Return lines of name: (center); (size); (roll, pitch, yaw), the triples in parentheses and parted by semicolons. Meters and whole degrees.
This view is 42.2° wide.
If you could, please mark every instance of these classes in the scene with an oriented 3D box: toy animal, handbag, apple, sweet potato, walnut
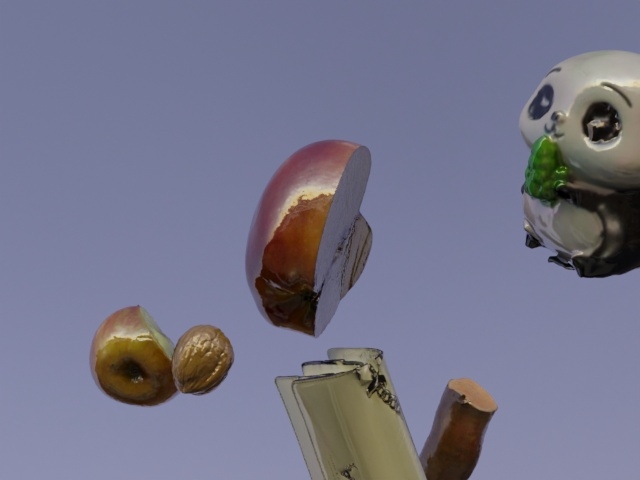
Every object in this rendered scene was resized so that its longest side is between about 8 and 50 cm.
toy animal: (0.345, -0.097, 1.033); (0.213, 0.212, 0.266); (-13, -62, 1)
handbag: (0.075, 0.385, 1.497); (0.160, 0.237, 0.358); (-22, -86, -35)
apple: (0.000, 0.000, 1.625); (0.295, 0.365, 0.329); (-24, -63, 42)
sweet potato: (0.274, 0.466, 1.774); (0.131, 0.131, 0.336); (15, -81, -17)
walnut: (-0.196, 0.198, 1.363); (0.105, 0.124, 0.105); (20, -36, 16)
apple: (-0.331, 0.216, 1.515); (0.160, 0.173, 0.195); (-28, -74, 12)
